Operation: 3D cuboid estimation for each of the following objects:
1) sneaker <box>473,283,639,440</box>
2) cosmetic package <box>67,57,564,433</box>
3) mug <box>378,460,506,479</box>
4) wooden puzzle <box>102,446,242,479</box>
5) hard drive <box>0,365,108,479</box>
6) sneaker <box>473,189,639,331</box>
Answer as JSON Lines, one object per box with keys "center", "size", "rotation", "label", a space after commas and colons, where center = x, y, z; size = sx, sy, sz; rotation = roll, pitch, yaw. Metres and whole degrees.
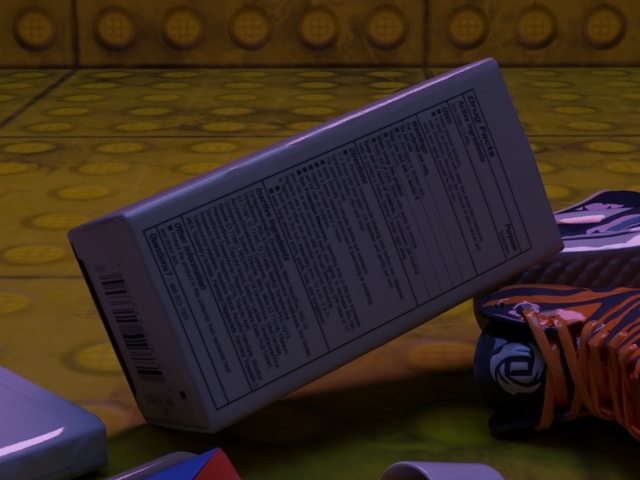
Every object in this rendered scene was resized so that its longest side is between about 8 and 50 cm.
{"center": [0.185, 0.096, 0.809], "size": [0.180, 0.124, 0.321], "rotation": [-2, 5, 8], "label": "sneaker"}
{"center": [0.000, 0.000, 0.894], "size": [0.296, 0.153, 0.129], "rotation": [-24, 6, -26], "label": "cosmetic package"}
{"center": [0.067, 0.145, 0.712], "size": [0.064, 0.062, 0.078], "rotation": [-2, 20, -36], "label": "mug"}
{"center": [-0.054, 0.179, 0.551], "size": [0.348, 0.080, 0.322], "rotation": [14, 21, 42], "label": "wooden puzzle"}
{"center": [-0.312, 0.136, 0.779], "size": [0.308, 0.040, 0.203], "rotation": [-15, 21, -41], "label": "hard drive"}
{"center": [0.285, 0.021, 1.018], "size": [0.321, 0.126, 0.127], "rotation": [2, 21, 13], "label": "sneaker"}
